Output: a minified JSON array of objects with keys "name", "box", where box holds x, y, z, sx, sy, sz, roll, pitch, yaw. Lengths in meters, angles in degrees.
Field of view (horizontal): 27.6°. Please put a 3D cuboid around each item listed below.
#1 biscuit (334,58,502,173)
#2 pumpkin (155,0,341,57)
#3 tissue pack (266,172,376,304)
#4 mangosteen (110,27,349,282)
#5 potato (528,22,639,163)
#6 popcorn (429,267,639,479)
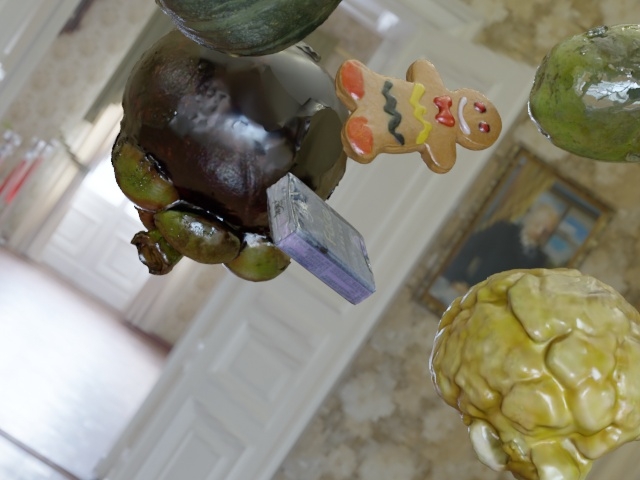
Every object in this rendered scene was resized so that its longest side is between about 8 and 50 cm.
[{"name":"biscuit","box":[0.136,-0.168,1.720,0.250,0.165,0.036,3,-23,-27]},{"name":"pumpkin","box":[-0.090,-0.361,1.427,0.328,0.257,0.291,-120,-174,-54]},{"name":"tissue pack","box":[0.000,0.000,1.636,0.156,0.051,0.112,38,26,-35]},{"name":"mangosteen","box":[-0.134,-0.144,2.089,0.381,0.421,0.381,5,-11,1]},{"name":"potato","box":[0.407,-0.201,1.773,0.228,0.197,0.148,19,-8,-3]},{"name":"popcorn","box":[0.368,0.197,2.077,0.344,0.354,0.390,-12,44,-24]}]
